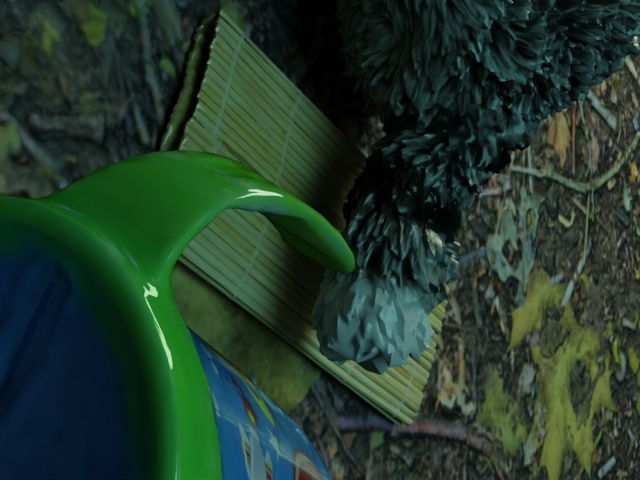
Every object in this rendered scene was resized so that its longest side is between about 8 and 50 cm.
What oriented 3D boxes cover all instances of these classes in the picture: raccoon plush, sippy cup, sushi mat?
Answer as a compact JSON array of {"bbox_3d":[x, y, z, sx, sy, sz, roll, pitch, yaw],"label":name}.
[{"bbox_3d":[0.053,-0.182,0.730,0.299,0.216,0.446,42,51,-35],"label":"raccoon plush"},{"bbox_3d":[-0.104,0.125,0.525,0.224,0.305,0.240,38,30,-58],"label":"sippy cup"},{"bbox_3d":[0.000,0.000,0.813,0.316,0.019,0.151,42,56,-44],"label":"sushi mat"}]
